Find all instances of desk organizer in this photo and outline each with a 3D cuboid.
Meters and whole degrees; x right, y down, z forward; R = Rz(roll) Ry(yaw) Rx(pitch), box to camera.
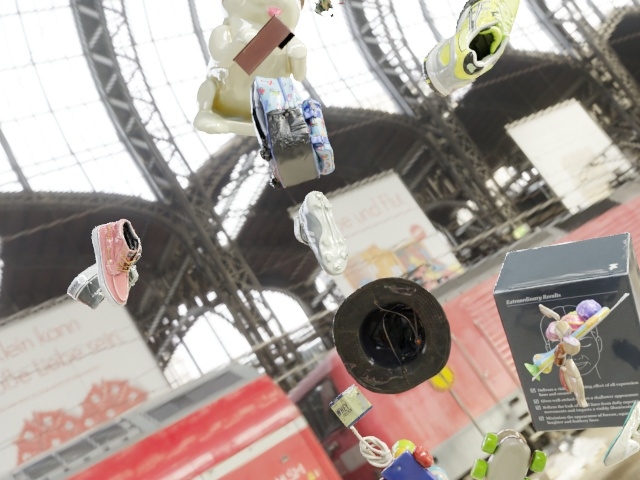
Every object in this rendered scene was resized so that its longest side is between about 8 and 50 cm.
[{"bbox_3d":[-0.116,-0.401,1.591,0.130,0.050,0.047,-44,-5,11],"label":"desk organizer"}]

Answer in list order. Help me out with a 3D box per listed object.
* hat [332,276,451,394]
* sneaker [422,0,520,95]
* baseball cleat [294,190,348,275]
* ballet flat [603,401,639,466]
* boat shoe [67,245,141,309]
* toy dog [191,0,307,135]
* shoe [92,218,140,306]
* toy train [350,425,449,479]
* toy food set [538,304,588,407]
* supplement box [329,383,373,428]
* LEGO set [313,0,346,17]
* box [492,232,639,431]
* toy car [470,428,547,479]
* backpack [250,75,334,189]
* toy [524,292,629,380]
[{"bbox_3d":[0.203,0.242,2.051,0.331,0.331,0.134,-40,-9,24],"label":"hat"},{"bbox_3d":[0.393,-0.481,1.791,0.147,0.145,0.384,-6,44,53],"label":"sneaker"},{"bbox_3d":[0.000,0.000,1.599,0.072,0.206,0.109,9,-38,-29],"label":"baseball cleat"},{"bbox_3d":[0.631,0.396,1.553,0.168,0.052,0.057,-49,-37,-25],"label":"ballet flat"},{"bbox_3d":[-0.552,0.094,2.070,0.113,0.105,0.306,-53,-1,22],"label":"boat shoe"},{"bbox_3d":[-0.159,-0.488,1.962,0.284,0.395,0.408,8,-71,-13],"label":"toy dog"},{"bbox_3d":[-0.419,0.046,1.603,0.081,0.178,0.063,-17,-6,24],"label":"shoe"},{"bbox_3d":[0.148,0.396,1.381,0.105,0.248,0.143,-45,1,6],"label":"toy train"},{"bbox_3d":[0.308,0.140,0.960,0.019,0.122,0.078,-18,11,-4],"label":"toy food set"},{"bbox_3d":[0.084,0.450,2.085,0.056,0.083,0.083,-47,-13,27],"label":"supplement box"},{"bbox_3d":[0.012,-0.382,1.218,0.083,0.023,0.054,-23,-63,-43],"label":"LEGO set"},{"bbox_3d":[0.607,0.218,1.784,0.293,0.395,0.212,-10,21,27],"label":"box"},{"bbox_3d":[0.479,0.546,1.963,0.188,0.155,0.149,-39,-32,-75],"label":"toy car"},{"bbox_3d":[-0.053,-0.194,1.289,0.117,0.173,0.158,-15,-19,0],"label":"backpack"},{"bbox_3d":[0.485,0.171,1.477,0.237,0.056,0.137,-48,-17,10],"label":"toy"}]
